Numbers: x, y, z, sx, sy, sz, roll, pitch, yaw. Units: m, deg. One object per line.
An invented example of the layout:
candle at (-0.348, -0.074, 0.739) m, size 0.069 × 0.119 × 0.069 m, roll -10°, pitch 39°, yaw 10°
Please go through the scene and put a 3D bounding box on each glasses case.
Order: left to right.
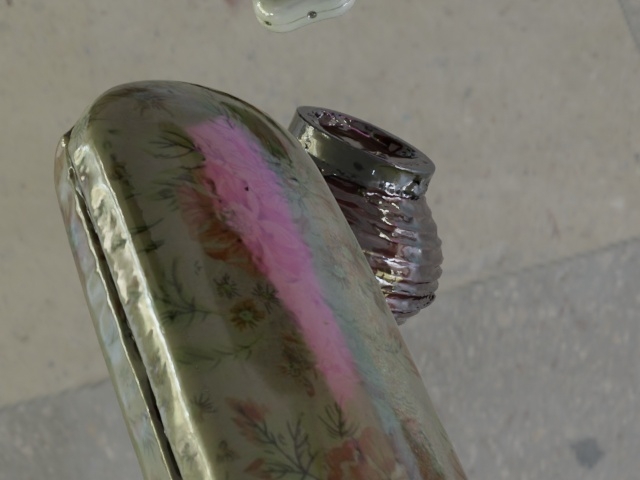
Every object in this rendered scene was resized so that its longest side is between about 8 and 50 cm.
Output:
glasses case at (-0.015, 0.091, 0.802) m, size 0.156 × 0.098 × 0.425 m, roll 8°, pitch 47°, yaw -40°

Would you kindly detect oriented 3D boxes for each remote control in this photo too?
remote control at (-0.021, -0.198, 1.158) m, size 0.074 × 0.032 × 0.122 m, roll -18°, pitch 51°, yaw -2°

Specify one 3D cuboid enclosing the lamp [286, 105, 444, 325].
lamp at (0.000, 0.000, 1.528) m, size 0.247 × 0.247 × 0.247 m, roll -2°, pitch 64°, yaw 4°
